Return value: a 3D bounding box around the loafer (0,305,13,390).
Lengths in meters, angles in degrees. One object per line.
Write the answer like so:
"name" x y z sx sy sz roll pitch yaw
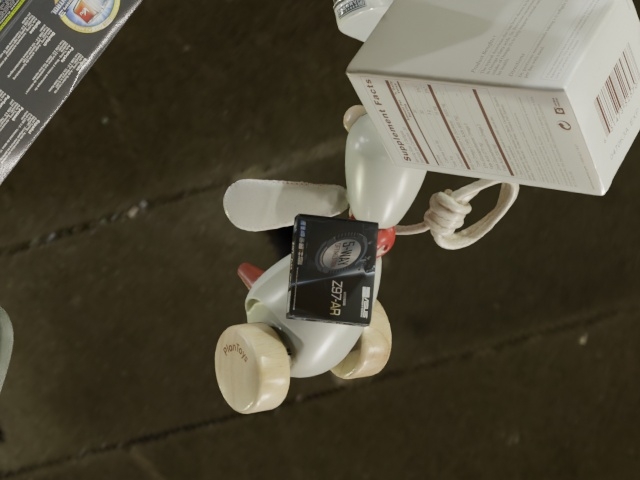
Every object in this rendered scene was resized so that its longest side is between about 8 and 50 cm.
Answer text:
"loafer" -0.290 0.150 1.144 0.094 0.251 0.087 0 160 16

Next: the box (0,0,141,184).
"box" -0.217 -0.133 1.070 0.060 0.216 0.270 39 83 -29

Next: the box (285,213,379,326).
"box" 0.009 0.024 1.264 0.067 0.018 0.083 7 80 -9

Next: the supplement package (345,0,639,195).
"supplement package" 0.129 -0.112 1.123 0.179 0.105 0.105 11 146 37

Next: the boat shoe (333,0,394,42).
"boat shoe" 0.075 -0.234 1.639 0.077 0.219 0.070 -20 73 19

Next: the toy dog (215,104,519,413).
"toy dog" 0.000 0.000 1.449 0.334 0.220 0.161 -53 55 22
